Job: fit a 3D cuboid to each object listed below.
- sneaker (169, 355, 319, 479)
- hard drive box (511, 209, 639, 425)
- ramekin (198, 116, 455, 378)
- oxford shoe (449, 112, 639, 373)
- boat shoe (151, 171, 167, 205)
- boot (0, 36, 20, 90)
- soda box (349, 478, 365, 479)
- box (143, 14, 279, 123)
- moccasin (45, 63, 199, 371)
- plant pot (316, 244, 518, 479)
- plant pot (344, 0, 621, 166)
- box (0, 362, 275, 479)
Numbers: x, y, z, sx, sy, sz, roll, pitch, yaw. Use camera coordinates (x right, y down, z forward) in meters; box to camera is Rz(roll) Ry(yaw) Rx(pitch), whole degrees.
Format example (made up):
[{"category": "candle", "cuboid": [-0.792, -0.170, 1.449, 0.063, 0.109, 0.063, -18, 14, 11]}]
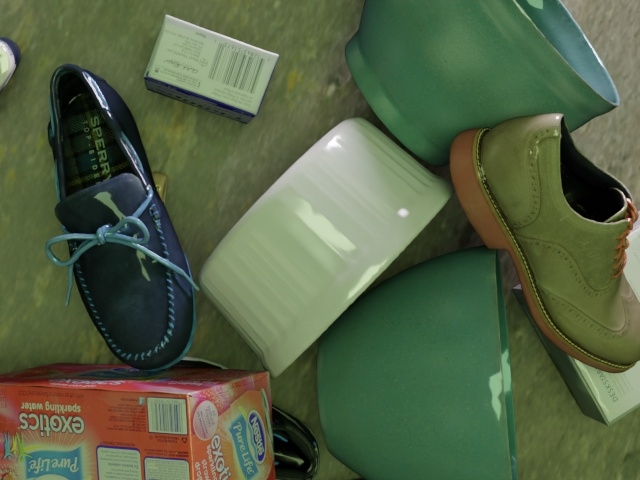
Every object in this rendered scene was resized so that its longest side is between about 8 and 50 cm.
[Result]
[{"category": "sneaker", "cuboid": [-0.091, 0.194, 1.284, 0.216, 0.121, 0.079, 28, 87, -7]}, {"category": "hard drive box", "cuboid": [0.372, 0.074, 1.356, 0.232, 0.089, 0.181, -30, 94, -6]}, {"category": "ramekin", "cuboid": [0.000, 0.000, 1.222, 0.135, 0.277, 0.277, 44, 86, 1]}, {"category": "oxford shoe", "cuboid": [0.268, 0.013, 1.179, 0.348, 0.130, 0.123, 46, 43, -32]}, {"category": "boat shoe", "cuboid": [-0.186, 0.006, 1.298, 0.059, 0.063, 0.170, -6, 91, -1]}, {"category": "boot", "cuboid": [-0.393, -0.141, 1.264, 0.190, 0.086, 0.069, -44, 101, 6]}, {"category": "soda box", "cuboid": [0.028, 0.314, 1.326, 0.210, 0.071, 0.067, -8, 92, -7]}, {"category": "box", "cuboid": [-0.120, -0.182, 1.264, 0.126, 0.137, 0.072, 19, 90, -7]}, {"category": "moccasin", "cuboid": [-0.230, -0.026, 1.204, 0.137, 0.117, 0.342, -26, 67, 2]}, {"category": "plant pot", "cuboid": [0.103, 0.156, 1.247, 0.195, 0.290, 0.290, -5, 92, 11]}, {"category": "plant pot", "cuboid": [0.151, -0.203, 1.248, 0.196, 0.293, 0.293, -37, 96, 22]}, {"category": "box", "cuboid": [-0.205, 0.211, 1.187, 0.299, 0.142, 0.154, -3, 92, 31]}]
